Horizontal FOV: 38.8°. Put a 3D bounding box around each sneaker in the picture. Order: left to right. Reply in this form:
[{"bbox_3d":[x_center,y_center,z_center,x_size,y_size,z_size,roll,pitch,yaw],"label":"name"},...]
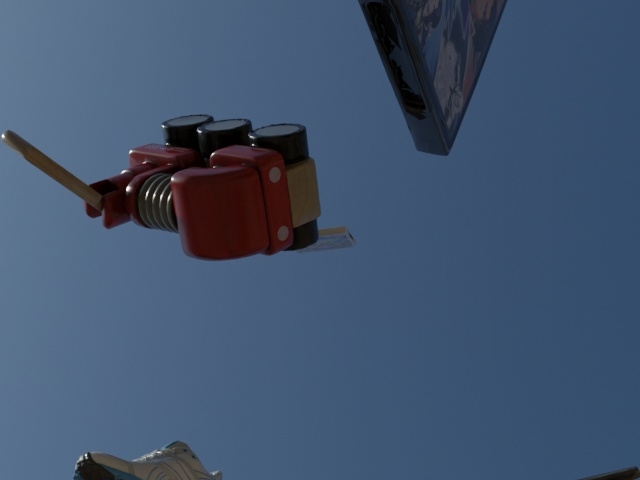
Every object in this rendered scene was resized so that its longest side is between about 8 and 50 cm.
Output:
[{"bbox_3d":[-0.164,0.233,0.899,0.071,0.083,0.190,-19,-39,29],"label":"sneaker"}]

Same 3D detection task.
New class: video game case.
[{"bbox_3d":[0.000,0.000,1.254,0.087,0.122,0.011,-6,-100,7],"label":"video game case"},{"bbox_3d":[0.102,-0.242,0.669,0.035,0.248,0.275,13,-111,24],"label":"video game case"}]

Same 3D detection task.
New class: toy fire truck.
[{"bbox_3d":[-0.152,-0.052,0.873,0.217,0.246,0.159,13,-62,42],"label":"toy fire truck"}]

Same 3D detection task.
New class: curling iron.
[{"bbox_3d":[0.333,0.371,1.318,0.273,0.035,0.068,-10,-32,-4],"label":"curling iron"}]
